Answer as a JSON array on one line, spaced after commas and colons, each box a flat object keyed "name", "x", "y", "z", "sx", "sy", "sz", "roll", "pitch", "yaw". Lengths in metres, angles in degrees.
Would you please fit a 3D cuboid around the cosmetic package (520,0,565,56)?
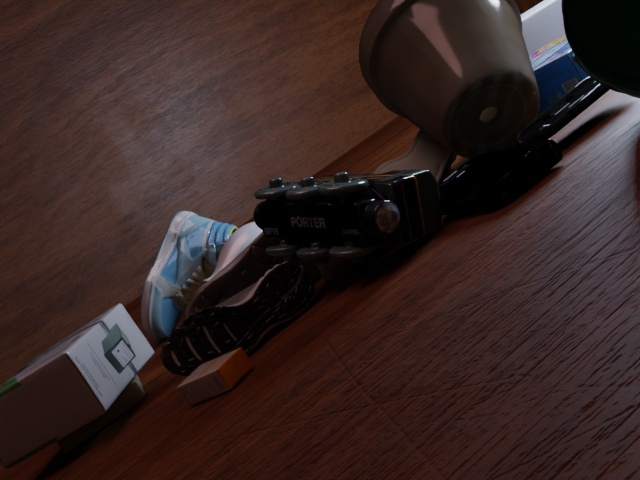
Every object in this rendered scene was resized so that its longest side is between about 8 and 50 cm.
[{"name": "cosmetic package", "x": 0.489, "y": -0.461, "z": 2.412, "sx": 0.453, "sy": 0.162, "sz": 0.230, "roll": -30, "pitch": 8, "yaw": 21}]

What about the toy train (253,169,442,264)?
[{"name": "toy train", "x": 0.036, "y": -0.046, "z": 1.525, "sx": 0.190, "sy": 0.142, "sz": 0.334, "roll": -17, "pitch": 11, "yaw": -35}]

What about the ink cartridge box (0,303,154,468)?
[{"name": "ink cartridge box", "x": -0.437, "y": 0.243, "z": 1.655, "sx": 0.211, "sy": 0.122, "sz": 0.289, "roll": -31, "pitch": 7, "yaw": 11}]

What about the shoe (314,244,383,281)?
[{"name": "shoe", "x": 0.082, "y": -0.013, "z": 1.636, "sx": 0.219, "sy": 0.058, "sz": 0.076, "roll": -35, "pitch": 8, "yaw": -10}]

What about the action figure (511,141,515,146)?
[{"name": "action figure", "x": 0.347, "y": -0.166, "z": 1.631, "sx": 0.038, "sy": 0.030, "sz": 0.115, "roll": -35, "pitch": 4, "yaw": 31}]

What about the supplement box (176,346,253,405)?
[{"name": "supplement box", "x": -0.151, "y": 0.195, "z": 1.367, "sx": 0.098, "sy": 0.036, "sz": 0.062, "roll": -27, "pitch": 10, "yaw": 40}]

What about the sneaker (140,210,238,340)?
[{"name": "sneaker", "x": -0.276, "y": 0.088, "z": 2.184, "sx": 0.208, "sy": 0.319, "sz": 0.127, "roll": 8, "pitch": -18, "yaw": 21}]

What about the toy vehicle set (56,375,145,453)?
[{"name": "toy vehicle set", "x": -0.408, "y": 0.303, "z": 1.767, "sx": 0.166, "sy": 0.035, "sz": 0.267, "roll": -35, "pitch": 8, "yaw": -12}]

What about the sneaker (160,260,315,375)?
[{"name": "sneaker", "x": -0.130, "y": 0.134, "z": 1.509, "sx": 0.271, "sy": 0.100, "sz": 0.108, "roll": -30, "pitch": -4, "yaw": -27}]

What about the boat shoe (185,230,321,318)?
[{"name": "boat shoe", "x": -0.099, "y": 0.048, "z": 1.738, "sx": 0.355, "sy": 0.132, "sz": 0.130, "roll": -34, "pitch": 8, "yaw": -11}]

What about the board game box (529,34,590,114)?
[{"name": "board game box", "x": 0.499, "y": -0.357, "z": 1.982, "sx": 0.302, "sy": 0.086, "sz": 0.308, "roll": -39, "pitch": 9, "yaw": -33}]

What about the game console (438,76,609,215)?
[{"name": "game console", "x": 0.339, "y": -0.157, "z": 1.478, "sx": 0.361, "sy": 0.044, "sz": 0.213, "roll": -39, "pitch": 12, "yaw": -17}]

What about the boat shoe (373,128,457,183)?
[{"name": "boat shoe", "x": 0.184, "y": -0.115, "z": 1.858, "sx": 0.319, "sy": 0.116, "sz": 0.099, "roll": -50, "pitch": -27, "yaw": -43}]

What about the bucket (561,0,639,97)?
[{"name": "bucket", "x": 0.458, "y": -0.325, "z": 1.284, "sx": 0.281, "sy": 0.281, "sz": 0.183, "roll": -31, "pitch": 7, "yaw": 17}]

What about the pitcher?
[{"name": "pitcher", "x": -0.174, "y": 0.066, "z": 2.046, "sx": 0.207, "sy": 0.125, "sz": 0.178, "roll": -52, "pitch": 1, "yaw": -33}]

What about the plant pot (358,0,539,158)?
[{"name": "plant pot", "x": 0.262, "y": -0.308, "z": 1.784, "sx": 0.323, "sy": 0.323, "sz": 0.280, "roll": -32, "pitch": 45, "yaw": 11}]
